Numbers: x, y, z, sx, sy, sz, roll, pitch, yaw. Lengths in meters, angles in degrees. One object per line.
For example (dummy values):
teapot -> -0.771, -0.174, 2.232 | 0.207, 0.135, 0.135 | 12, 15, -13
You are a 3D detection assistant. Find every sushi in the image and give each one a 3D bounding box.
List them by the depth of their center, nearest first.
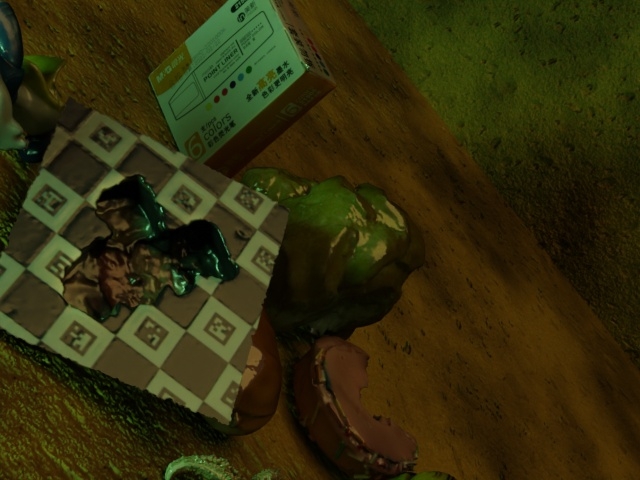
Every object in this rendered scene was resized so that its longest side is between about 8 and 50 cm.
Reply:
sushi -> -0.221, 0.034, 1.502 | 0.320, 0.069, 0.339 | 25, 52, -16

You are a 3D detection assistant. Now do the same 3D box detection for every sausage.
sausage -> -0.122, 0.138, 1.589 | 0.136, 0.120, 0.241 | 20, 39, -41

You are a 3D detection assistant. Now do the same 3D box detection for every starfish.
starfish -> -0.084, 0.331, 1.462 | 0.238, 0.071, 0.216 | 42, 19, -10

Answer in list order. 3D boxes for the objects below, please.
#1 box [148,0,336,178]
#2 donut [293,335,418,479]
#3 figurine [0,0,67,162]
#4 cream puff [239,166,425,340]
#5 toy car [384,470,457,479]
box -> -0.128, -0.249, 1.949 | 0.091, 0.274, 0.221 | 15, 40, -51
donut -> 0.039, 0.248, 1.785 | 0.199, 0.085, 0.233 | 9, 48, -60
figurine -> -0.422, -0.194, 1.506 | 0.283, 0.204, 0.338 | 59, 10, 32
cream puff -> 0.001, -0.003, 1.843 | 0.323, 0.274, 0.270 | 13, 52, -59
toy car -> 0.178, 0.418, 1.694 | 0.248, 0.142, 0.200 | 54, 20, -43
